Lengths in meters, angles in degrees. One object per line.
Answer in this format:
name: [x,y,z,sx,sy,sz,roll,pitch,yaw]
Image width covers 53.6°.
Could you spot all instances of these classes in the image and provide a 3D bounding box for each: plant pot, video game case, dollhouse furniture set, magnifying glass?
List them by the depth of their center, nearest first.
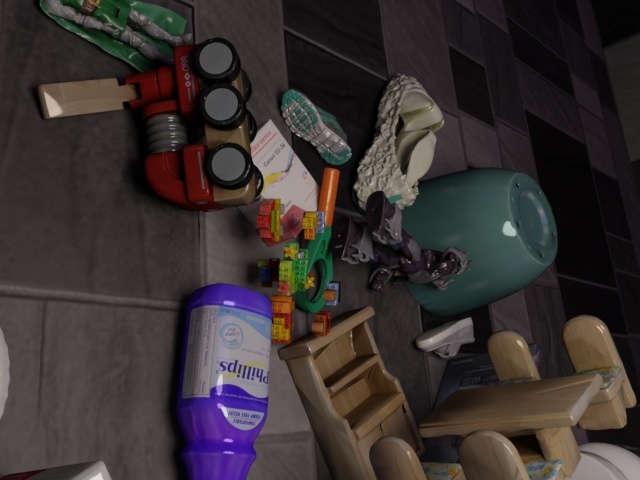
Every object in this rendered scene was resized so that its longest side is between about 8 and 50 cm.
dollhouse furniture set: [0.171,0.210,0.891,0.362,0.394,0.256,-23,92,-48]
magnifying glass: [0.000,0.000,1.009,0.092,0.026,0.230,10,91,-63]
video game case: [0.275,0.306,1.110,0.026,0.196,0.274,48,46,-19]
plant pot: [0.318,-0.013,1.254,0.293,0.235,0.292,20,61,-40]

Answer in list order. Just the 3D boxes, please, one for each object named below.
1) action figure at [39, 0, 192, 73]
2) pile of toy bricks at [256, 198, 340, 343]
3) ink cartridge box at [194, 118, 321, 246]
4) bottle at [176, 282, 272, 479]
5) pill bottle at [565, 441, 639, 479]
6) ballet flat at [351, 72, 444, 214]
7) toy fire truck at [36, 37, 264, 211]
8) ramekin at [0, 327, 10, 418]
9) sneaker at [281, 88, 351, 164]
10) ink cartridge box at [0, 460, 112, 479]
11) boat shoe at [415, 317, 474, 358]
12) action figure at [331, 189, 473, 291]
action figure: [-0.291,-0.309,0.865,0.232,0.064,0.137,21,63,-36]
pile of toy bricks: [-0.039,0.049,0.886,0.105,0.118,0.212,-19,111,-75]
ink cartridge box: [-0.091,-0.104,0.985,0.198,0.067,0.115,52,45,-19]
bottle: [-0.124,0.201,0.810,0.118,0.092,0.282,24,59,-41]
pill bottle: [0.503,0.450,1.060,0.363,0.210,0.210,19,61,-41]
ballet flat: [0.180,-0.202,1.261,0.147,0.147,0.408,42,48,-27]
toy fire truck: [-0.216,-0.146,0.838,0.158,0.247,0.216,59,23,-83]
ramekin: [-0.399,0.122,0.529,0.273,0.127,0.272,19,62,-40]
sneaker: [-0.008,-0.210,1.132,0.166,0.065,0.076,47,30,-28]
ink cartridge box: [-0.311,0.310,0.474,0.306,0.226,0.131,-30,96,-47]
boat shoe: [0.248,0.197,1.232,0.184,0.066,0.063,-7,79,-57]
action figure: [0.142,0.031,1.084,0.285,0.185,0.099,32,44,-42]
